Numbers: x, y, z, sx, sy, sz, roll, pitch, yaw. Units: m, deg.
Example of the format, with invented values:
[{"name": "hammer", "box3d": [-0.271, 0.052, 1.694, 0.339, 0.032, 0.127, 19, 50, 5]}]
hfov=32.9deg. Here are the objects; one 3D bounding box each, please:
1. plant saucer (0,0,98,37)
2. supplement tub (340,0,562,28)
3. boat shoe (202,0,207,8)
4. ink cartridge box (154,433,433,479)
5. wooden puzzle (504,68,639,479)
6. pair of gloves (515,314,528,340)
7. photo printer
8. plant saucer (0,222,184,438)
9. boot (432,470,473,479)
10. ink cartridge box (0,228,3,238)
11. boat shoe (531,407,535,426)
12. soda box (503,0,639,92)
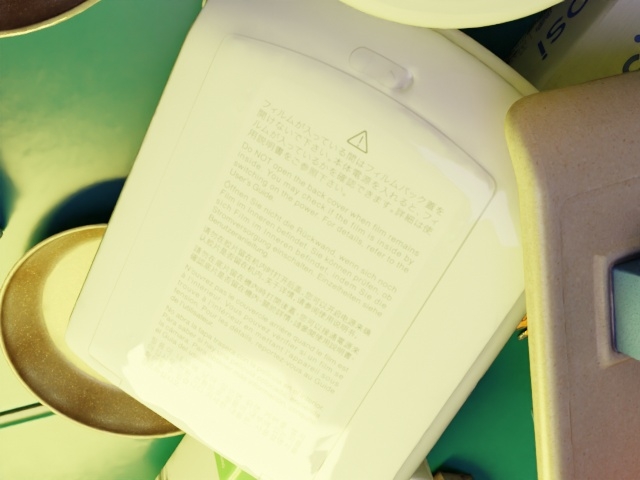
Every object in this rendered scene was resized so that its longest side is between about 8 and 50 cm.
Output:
[{"name": "plant saucer", "box3d": [-0.221, -0.269, 0.620, 0.310, 0.050, 0.310, 1, 120, 2]}, {"name": "supplement tub", "box3d": [0.056, -0.229, 0.501, 0.191, 0.272, 0.191, 1, 121, 2]}, {"name": "boat shoe", "box3d": [-0.027, -0.107, 0.713, 0.049, 0.040, 0.142, -30, 116, 19]}, {"name": "ink cartridge box", "box3d": [-0.043, 0.212, 0.856, 0.160, 0.092, 0.219, 18, 122, -29]}, {"name": "wooden puzzle", "box3d": [0.262, 0.068, 0.597, 0.322, 0.080, 0.348, -15, 104, -24]}, {"name": "pair of gloves", "box3d": [0.188, 0.071, 0.830, 0.074, 0.010, 0.083, -30, 116, 18]}, {"name": "photo printer", "box3d": [0.000, 0.000, 0.664, 0.256, 0.107, 0.307, 31, 120, 6]}, {"name": "plant saucer", "box3d": [-0.143, 0.064, 0.825, 0.198, 0.036, 0.198, 1, 122, 2]}, {"name": "boot", "box3d": [0.105, 0.254, 0.932, 0.106, 0.037, 0.114, 40, 110, -22]}, {"name": "ink cartridge box", "box3d": [-0.313, -0.029, 0.759, 0.109, 0.063, 0.150, -20, 118, 14]}, {"name": "boat shoe", "box3d": [0.289, 0.113, 0.795, 0.258, 0.109, 0.089, -3, 106, -4]}, {"name": "soda box", "box3d": [0.216, -0.146, 0.650, 0.098, 0.091, 0.286, 31, 118, -16]}]
